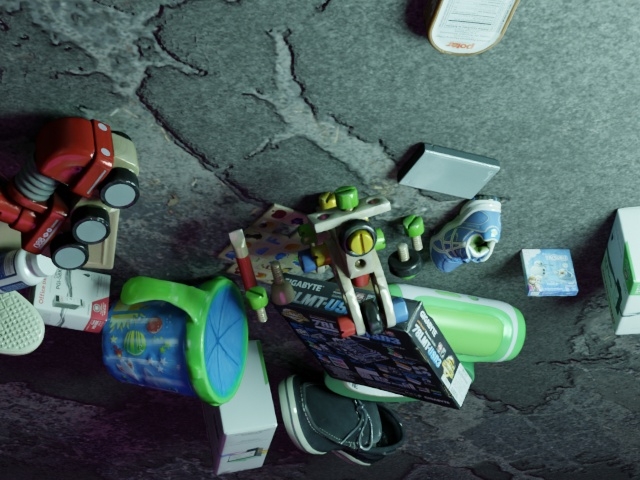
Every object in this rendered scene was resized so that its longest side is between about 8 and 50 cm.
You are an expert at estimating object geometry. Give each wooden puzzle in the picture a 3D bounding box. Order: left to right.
[{"bbox_3d":[-0.454,-0.019,1.607,0.221,0.044,0.238,5,152,-13],"label":"wooden puzzle"}]

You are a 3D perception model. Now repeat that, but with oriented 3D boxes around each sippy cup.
[{"bbox_3d":[-0.279,0.186,1.802,0.224,0.240,0.305,0,107,16],"label":"sippy cup"}]

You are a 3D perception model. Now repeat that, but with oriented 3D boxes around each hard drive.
[{"bbox_3d":[0.203,-0.109,1.521,0.135,0.022,0.094,10,146,-20],"label":"hard drive"}]

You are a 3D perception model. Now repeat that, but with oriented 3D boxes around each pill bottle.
[{"bbox_3d":[-0.505,0.048,1.611,0.120,0.067,0.067,-14,147,23],"label":"pill bottle"}]

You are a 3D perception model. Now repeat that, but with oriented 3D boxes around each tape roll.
[{"bbox_3d":[0.167,0.268,2.059,0.321,0.077,0.321,0,153,0],"label":"tape roll"}]

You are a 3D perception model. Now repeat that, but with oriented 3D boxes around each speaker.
[{"bbox_3d":[0.247,0.163,1.875,0.297,0.131,0.131,11,146,-21],"label":"speaker"}]

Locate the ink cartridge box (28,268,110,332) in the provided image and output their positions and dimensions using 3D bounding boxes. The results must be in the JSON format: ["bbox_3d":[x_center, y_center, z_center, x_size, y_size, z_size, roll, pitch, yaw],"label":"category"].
[{"bbox_3d":[-0.459,0.104,1.747,0.135,0.099,0.056,12,144,-24],"label":"ink cartridge box"}]

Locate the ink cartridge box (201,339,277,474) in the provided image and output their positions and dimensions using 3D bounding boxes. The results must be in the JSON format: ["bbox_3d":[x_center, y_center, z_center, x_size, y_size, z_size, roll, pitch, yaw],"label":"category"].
[{"bbox_3d":[-0.184,0.369,2.098,0.117,0.201,0.278,-6,151,-15],"label":"ink cartridge box"}]

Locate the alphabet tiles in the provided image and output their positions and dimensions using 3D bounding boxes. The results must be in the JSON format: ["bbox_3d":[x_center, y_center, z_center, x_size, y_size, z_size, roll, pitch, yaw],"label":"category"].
[{"bbox_3d":[-0.061,0.018,1.725,0.198,0.009,0.237,17,144,-30],"label":"alphabet tiles"}]

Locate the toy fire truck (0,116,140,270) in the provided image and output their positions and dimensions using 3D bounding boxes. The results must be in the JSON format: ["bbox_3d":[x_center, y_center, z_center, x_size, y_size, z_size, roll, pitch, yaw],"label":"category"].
[{"bbox_3d":[-0.415,-0.103,1.383,0.246,0.158,0.217,24,123,-35],"label":"toy fire truck"}]

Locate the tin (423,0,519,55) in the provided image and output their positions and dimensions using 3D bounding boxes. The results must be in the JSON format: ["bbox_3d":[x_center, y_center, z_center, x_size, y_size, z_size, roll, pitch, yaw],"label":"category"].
[{"bbox_3d":[0.192,-0.302,1.192,0.106,0.040,0.189,7,148,-7],"label":"tin"}]

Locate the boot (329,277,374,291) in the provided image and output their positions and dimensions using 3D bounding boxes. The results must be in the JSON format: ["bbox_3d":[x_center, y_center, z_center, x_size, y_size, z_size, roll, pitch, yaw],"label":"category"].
[{"bbox_3d":[0.047,0.130,1.861,0.197,0.073,0.152,-1,150,20],"label":"boot"}]

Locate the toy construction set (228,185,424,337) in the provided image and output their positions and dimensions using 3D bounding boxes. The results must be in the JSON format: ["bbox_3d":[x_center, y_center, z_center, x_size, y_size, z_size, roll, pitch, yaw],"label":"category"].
[{"bbox_3d":[0.000,0.000,1.538,0.309,0.257,0.237,-5,127,11],"label":"toy construction set"}]

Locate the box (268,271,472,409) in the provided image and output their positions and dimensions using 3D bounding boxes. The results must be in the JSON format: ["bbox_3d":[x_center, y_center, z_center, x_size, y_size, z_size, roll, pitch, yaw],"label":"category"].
[{"bbox_3d":[0.092,0.183,1.728,0.296,0.073,0.293,9,148,34],"label":"box"}]

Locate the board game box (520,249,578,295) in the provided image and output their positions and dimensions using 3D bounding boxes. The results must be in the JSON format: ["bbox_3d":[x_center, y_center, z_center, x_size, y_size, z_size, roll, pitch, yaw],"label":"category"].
[{"bbox_3d":[0.416,0.058,1.748,0.090,0.090,0.020,-1,147,-4],"label":"board game box"}]

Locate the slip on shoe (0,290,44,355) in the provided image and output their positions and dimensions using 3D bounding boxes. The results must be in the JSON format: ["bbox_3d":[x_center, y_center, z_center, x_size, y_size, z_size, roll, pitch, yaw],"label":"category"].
[{"bbox_3d":[-0.633,0.118,1.693,0.331,0.123,0.101,17,162,10],"label":"slip on shoe"}]

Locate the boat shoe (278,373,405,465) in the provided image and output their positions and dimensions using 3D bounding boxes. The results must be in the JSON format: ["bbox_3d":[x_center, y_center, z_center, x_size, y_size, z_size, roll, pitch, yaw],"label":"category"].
[{"bbox_3d":[0.054,0.411,2.227,0.156,0.186,0.500,-22,149,19],"label":"boat shoe"}]

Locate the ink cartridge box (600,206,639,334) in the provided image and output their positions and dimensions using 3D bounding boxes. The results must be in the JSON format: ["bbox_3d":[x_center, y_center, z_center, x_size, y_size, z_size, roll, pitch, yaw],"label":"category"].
[{"bbox_3d":[0.565,0.057,1.698,0.087,0.153,0.208,-5,148,4],"label":"ink cartridge box"}]

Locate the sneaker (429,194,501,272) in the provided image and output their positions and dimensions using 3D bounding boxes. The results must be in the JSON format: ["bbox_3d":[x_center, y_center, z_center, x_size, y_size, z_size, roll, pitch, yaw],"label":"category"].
[{"bbox_3d":[0.248,0.006,1.658,0.080,0.081,0.211,5,149,-15],"label":"sneaker"}]
